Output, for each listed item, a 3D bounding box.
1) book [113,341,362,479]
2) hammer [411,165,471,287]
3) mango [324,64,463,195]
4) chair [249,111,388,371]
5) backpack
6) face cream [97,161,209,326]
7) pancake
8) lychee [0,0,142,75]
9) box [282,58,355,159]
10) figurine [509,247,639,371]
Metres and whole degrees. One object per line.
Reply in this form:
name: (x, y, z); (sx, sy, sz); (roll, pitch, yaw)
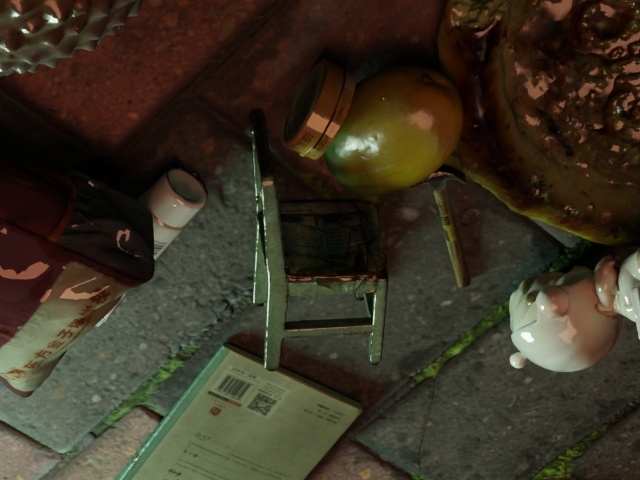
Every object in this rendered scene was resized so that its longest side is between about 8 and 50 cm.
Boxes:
book: (-0.107, 0.261, 2.256); (0.215, 0.025, 0.282); (27, 119, -25)
hammer: (0.151, -0.015, 2.079); (0.062, 0.017, 0.182); (-16, 130, 5)
mango: (0.073, -0.112, 1.928); (0.130, 0.092, 0.194); (27, 142, -8)
chair: (0.000, 0.000, 1.992); (0.147, 0.136, 0.270); (-3, 127, -7)
backpack: (-0.370, 0.013, 1.909); (0.317, 0.197, 0.283); (25, 123, -31)
face cream: (-0.216, 0.011, 2.027); (0.092, 0.058, 0.244); (27, 126, -30)
pancake: (0.300, -0.132, 1.973); (0.305, 0.067, 0.427); (-21, 127, 8)
lychee: (-0.283, -0.340, 1.536); (0.380, 0.380, 0.432); (-7, 138, -2)
box: (-0.003, -0.138, 1.902); (0.037, 0.105, 0.105); (25, 122, -15)
figurine: (0.322, 0.081, 2.085); (0.257, 0.182, 0.144); (-19, 105, 43)
